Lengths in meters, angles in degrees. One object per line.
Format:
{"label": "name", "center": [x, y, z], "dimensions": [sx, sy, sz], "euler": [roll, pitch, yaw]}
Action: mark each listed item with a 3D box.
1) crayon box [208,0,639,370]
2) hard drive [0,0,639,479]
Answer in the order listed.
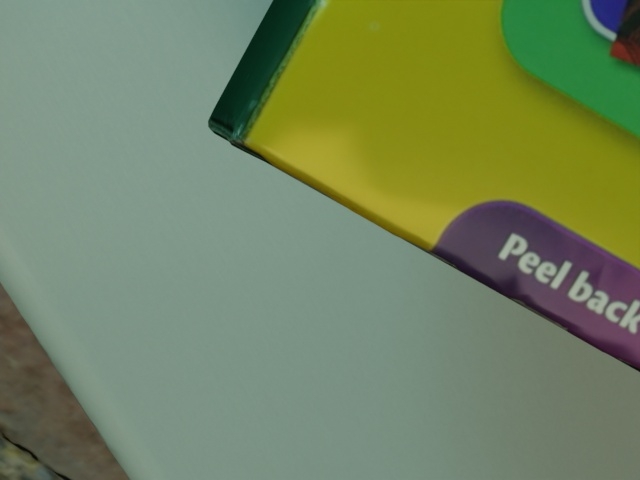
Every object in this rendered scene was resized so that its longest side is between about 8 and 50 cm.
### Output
{"label": "crayon box", "center": [0.203, -0.078, 0.476], "dimensions": [0.363, 0.106, 0.313], "euler": [29, 92, -10]}
{"label": "hard drive", "center": [0.000, 0.000, 0.616], "dimensions": [0.233, 0.047, 0.353], "euler": [-19, 115, 24]}
